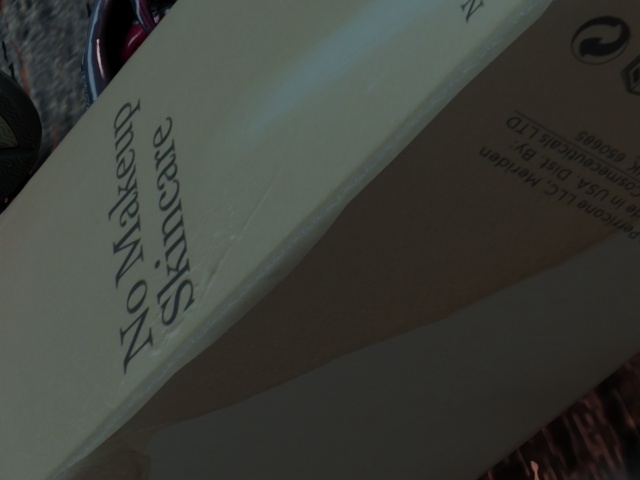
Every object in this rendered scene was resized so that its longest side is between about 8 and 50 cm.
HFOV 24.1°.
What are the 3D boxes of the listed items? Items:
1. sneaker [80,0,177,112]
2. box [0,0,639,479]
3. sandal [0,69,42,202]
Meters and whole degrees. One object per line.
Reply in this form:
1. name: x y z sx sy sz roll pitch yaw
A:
1. sneaker: -0.048 -0.113 0.672 0.121 0.112 0.299 -32 42 20
2. box: 0.000 0.000 0.472 0.311 0.121 0.148 -45 38 29
3. sandal: -0.272 -0.066 0.848 0.302 0.120 0.086 -7 41 40
